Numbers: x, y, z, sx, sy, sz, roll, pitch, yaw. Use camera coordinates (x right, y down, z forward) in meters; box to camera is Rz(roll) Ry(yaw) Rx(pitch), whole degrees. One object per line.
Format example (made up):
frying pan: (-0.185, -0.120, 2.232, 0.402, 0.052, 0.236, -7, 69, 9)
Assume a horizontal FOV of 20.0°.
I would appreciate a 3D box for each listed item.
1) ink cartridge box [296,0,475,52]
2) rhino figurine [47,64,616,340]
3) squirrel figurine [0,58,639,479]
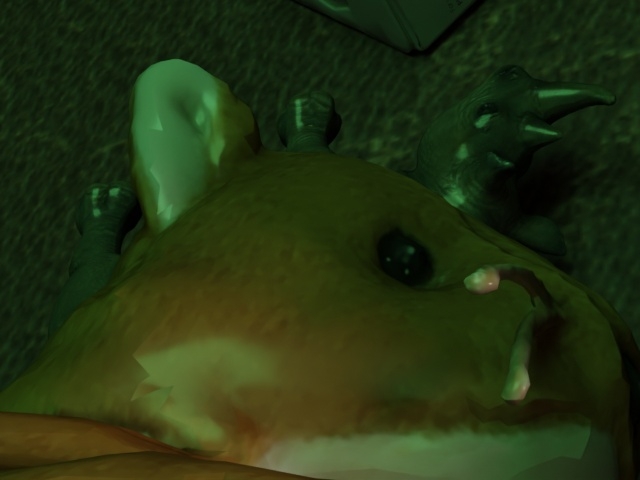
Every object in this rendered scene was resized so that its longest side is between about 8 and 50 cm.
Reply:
ink cartridge box: (0.055, -0.182, 0.823, 0.175, 0.072, 0.127, -45, 40, -11)
rhino figurine: (0.000, 0.000, 0.681, 0.243, 0.073, 0.106, -24, 36, 13)
squirrel figurine: (-0.101, 0.116, 0.474, 0.397, 0.281, 0.370, -8, 35, 34)
